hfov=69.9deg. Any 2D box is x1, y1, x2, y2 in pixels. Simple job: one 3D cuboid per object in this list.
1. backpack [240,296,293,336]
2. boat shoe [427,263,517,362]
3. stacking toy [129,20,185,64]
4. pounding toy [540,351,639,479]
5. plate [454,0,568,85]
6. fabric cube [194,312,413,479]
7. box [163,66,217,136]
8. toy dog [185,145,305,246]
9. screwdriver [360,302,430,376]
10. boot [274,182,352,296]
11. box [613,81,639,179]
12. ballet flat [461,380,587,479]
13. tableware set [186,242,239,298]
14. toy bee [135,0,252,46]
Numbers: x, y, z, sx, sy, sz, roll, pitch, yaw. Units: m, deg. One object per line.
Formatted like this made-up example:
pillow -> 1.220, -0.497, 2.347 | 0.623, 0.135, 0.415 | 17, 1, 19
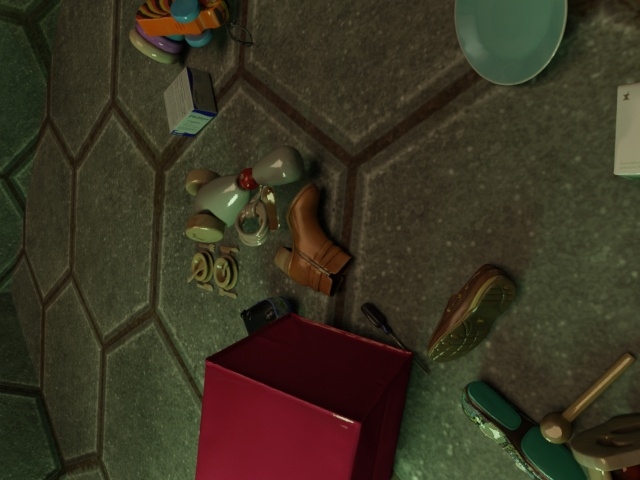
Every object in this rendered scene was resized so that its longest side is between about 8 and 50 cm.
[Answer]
backpack -> -0.102, 0.174, 0.980 | 0.114, 0.084, 0.105 | -39, 64, 42
boat shoe -> 0.220, 0.112, 0.690 | 0.178, 0.064, 0.060 | -60, 23, 25
stacking toy -> -0.378, -0.646, 1.213 | 0.330, 0.141, 0.141 | -52, 57, 25
pounding toy -> 0.356, 0.209, 0.488 | 0.269, 0.154, 0.155 | -21, 77, 42
plate -> 0.256, -0.308, 0.620 | 0.188, 0.024, 0.188 | 52, 156, 35
fabric cube -> -0.022, 0.301, 0.743 | 0.254, 0.259, 0.258 | 13, 103, 25
box -> -0.348, -0.364, 1.217 | 0.137, 0.072, 0.126 | -24, 74, 43
toy dog -> -0.154, -0.089, 0.996 | 0.333, 0.161, 0.220 | 6, 80, 40
screwdriver -> 0.130, 0.174, 0.805 | 0.170, 0.024, 0.025 | 49, 152, 24
boot -> 0.000, 0.000, 0.899 | 0.152, 0.073, 0.197 | 28, 109, 32
box -> 0.387, -0.120, 0.497 | 0.101, 0.087, 0.102 | 4, 94, 44
ballet flat -> 0.276, 0.279, 0.641 | 0.188, 0.070, 0.070 | 45, 120, 36
tableware set -> -0.284, 0.076, 1.187 | 0.194, 0.039, 0.128 | 7, 96, 44
toy bee -> -0.284, -0.555, 1.117 | 0.195, 0.298, 0.162 | 123, 166, -70
